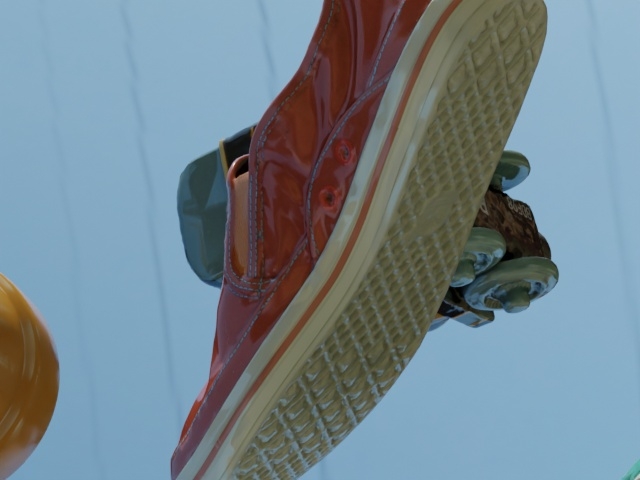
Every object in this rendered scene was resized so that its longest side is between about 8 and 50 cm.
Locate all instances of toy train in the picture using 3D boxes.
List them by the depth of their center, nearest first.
[{"bbox_3d":[0.043,-0.009,1.487,0.334,0.190,0.142,23,-131,-55],"label":"toy train"}]

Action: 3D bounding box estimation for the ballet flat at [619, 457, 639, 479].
[{"bbox_3d":[0.325,0.100,1.289,0.147,0.147,0.409,35,-92,-35],"label":"ballet flat"}]

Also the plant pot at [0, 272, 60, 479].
[{"bbox_3d":[-0.329,0.086,1.542,0.188,0.205,0.205,66,-145,-65],"label":"plant pot"}]

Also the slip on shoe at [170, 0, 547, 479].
[{"bbox_3d":[0.000,0.000,0.964,0.123,0.101,0.331,-12,-48,-51],"label":"slip on shoe"}]
